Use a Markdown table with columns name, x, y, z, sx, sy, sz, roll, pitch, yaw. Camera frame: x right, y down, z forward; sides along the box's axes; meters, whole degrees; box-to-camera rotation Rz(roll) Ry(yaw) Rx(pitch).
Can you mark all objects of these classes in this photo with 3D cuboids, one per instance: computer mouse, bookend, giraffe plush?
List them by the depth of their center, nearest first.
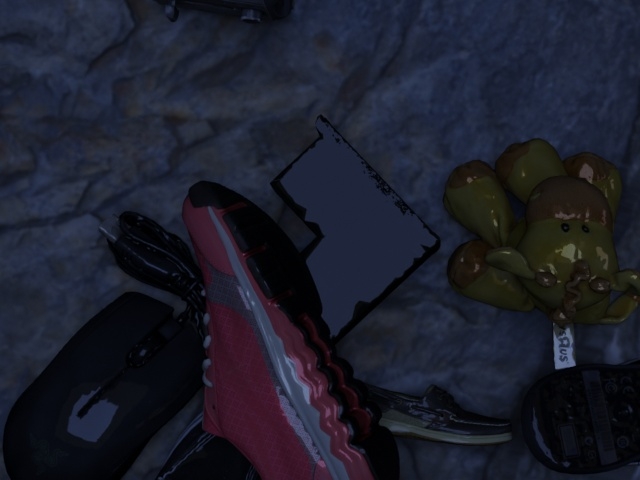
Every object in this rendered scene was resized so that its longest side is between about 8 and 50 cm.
| name | x | y | z | sx | sy | sz | roll | pitch | yaw |
| --- | --- | --- | --- | --- | --- | --- | --- | --- | --- |
| giraffe plush | 0.201 | 0.008 | 1.409 | 0.181 | 0.170 | 0.210 | -19 | 84 | 0 |
| computer mouse | 0.310 | 0.185 | 1.447 | 0.262 | 0.060 | 0.184 | -14 | 80 | -11 |
| computer mouse | -0.188 | 0.121 | 1.463 | 0.188 | 0.072 | 0.272 | 38 | 87 | 6 |
| bookend | 0.000 | 0.000 | 1.468 | 0.157 | 0.072 | 0.156 | -44 | 83 | -1 |

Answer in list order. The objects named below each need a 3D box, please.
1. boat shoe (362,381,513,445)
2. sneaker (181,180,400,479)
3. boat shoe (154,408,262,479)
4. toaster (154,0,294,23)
| name | x | y | z | sx | sy | sz | roll | pitch | yaw |
| --- | --- | --- | --- | --- | --- | --- | --- | --- | --- |
| boat shoe | 0.098 | 0.154 | 1.457 | 0.152 | 0.056 | 0.049 | 6 | 90 | 3 |
| sneaker | -0.060 | 0.102 | 1.377 | 0.136 | 0.116 | 0.314 | -29 | 82 | 16 |
| boat shoe | -0.127 | 0.260 | 1.432 | 0.108 | 0.102 | 0.301 | 36 | 86 | 5 |
| toaster | -0.096 | -0.310 | 1.476 | 0.146 | 0.129 | 0.227 | 3 | 86 | 5 |
